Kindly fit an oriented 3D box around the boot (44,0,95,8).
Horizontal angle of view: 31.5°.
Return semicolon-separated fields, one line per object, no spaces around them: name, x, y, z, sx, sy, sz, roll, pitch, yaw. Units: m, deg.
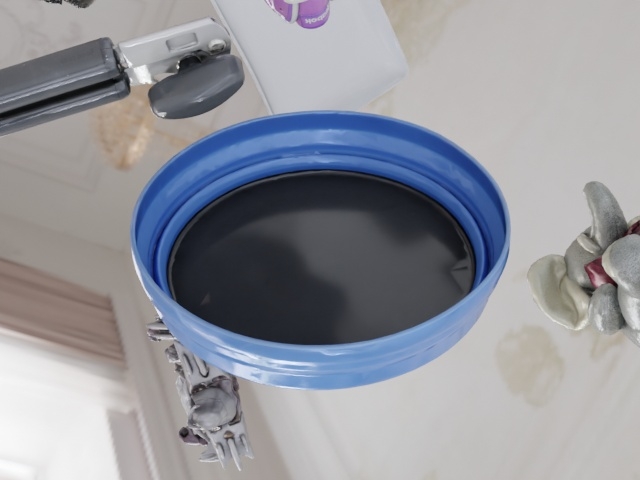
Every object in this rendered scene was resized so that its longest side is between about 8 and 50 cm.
boot;-0.322;-0.443;1.624;0.094;0.246;0.207;33;-59;33

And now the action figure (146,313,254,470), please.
action figure;-0.133;0.146;1.262;0.285;0.099;0.185;-108;-169;-70

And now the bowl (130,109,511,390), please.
bowl;0.000;0.000;1.189;0.391;0.391;0.077;-102;-172;-49

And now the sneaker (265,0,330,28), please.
sneaker;0.001;-0.272;1.069;0.102;0.161;0.282;-28;-150;-13

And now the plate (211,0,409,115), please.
plate;-0.017;-0.305;1.685;0.277;0.278;0.045;-38;-157;-30

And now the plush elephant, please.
plush elephant;0.447;0.031;1.617;0.255;0.272;0.330;45;-24;43

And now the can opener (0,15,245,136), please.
can opener;-0.220;-0.153;1.157;0.076;0.283;0.095;74;-2;-62
